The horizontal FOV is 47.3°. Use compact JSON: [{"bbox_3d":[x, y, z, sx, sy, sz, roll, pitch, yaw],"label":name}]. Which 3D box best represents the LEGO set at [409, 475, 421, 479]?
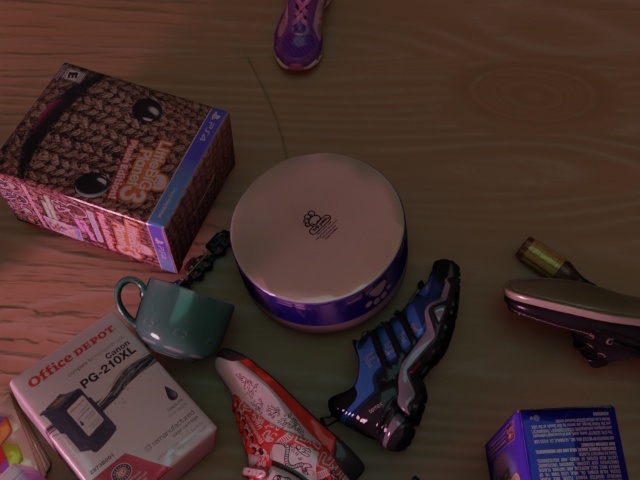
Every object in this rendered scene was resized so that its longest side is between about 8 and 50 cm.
[{"bbox_3d":[0.112,0.447,0.972,0.183,0.060,0.244,-12,78,-5],"label":"LEGO set"}]

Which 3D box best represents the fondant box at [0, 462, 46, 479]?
[{"bbox_3d":[-0.415,0.484,0.907,0.238,0.096,0.330,39,70,11],"label":"fondant box"}]

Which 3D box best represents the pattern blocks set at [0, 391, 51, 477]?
[{"bbox_3d":[-0.494,0.320,1.037,0.285,0.026,0.325,42,72,17],"label":"pattern blocks set"}]

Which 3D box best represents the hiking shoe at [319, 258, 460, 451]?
[{"bbox_3d":[0.114,0.144,1.063,0.132,0.113,0.304,18,62,18],"label":"hiking shoe"}]

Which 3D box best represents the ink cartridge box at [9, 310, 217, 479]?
[{"bbox_3d":[-0.285,0.243,1.014,0.172,0.100,0.237,-37,70,-27],"label":"ink cartridge box"}]

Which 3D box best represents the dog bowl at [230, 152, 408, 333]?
[{"bbox_3d":[0.000,0.000,1.113,0.265,0.104,0.264,-3,60,5],"label":"dog bowl"}]

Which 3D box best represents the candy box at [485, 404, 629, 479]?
[{"bbox_3d":[0.290,0.380,0.869,0.122,0.268,0.317,-3,67,3],"label":"candy box"}]

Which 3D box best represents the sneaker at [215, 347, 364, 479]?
[{"bbox_3d":[-0.083,0.280,1.015,0.270,0.090,0.145,39,69,14],"label":"sneaker"}]

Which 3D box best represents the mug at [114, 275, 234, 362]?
[{"bbox_3d":[-0.214,0.116,1.064,0.158,0.129,0.097,15,81,19],"label":"mug"}]

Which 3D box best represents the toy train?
[{"bbox_3d":[-0.196,0.043,1.157,0.036,0.027,0.158,35,71,17],"label":"toy train"}]

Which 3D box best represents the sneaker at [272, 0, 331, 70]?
[{"bbox_3d":[-0.032,-0.419,1.320,0.095,0.104,0.236,9,67,3],"label":"sneaker"}]

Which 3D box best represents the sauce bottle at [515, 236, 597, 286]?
[{"bbox_3d":[0.369,0.045,1.143,0.128,0.042,0.042,37,71,13],"label":"sauce bottle"}]

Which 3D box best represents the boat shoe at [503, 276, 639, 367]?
[{"bbox_3d":[0.428,0.135,1.067,0.340,0.127,0.113,8,109,-3],"label":"boat shoe"}]

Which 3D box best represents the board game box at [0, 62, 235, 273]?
[{"bbox_3d":[-0.316,-0.117,1.156,0.291,0.141,0.232,18,61,8],"label":"board game box"}]
